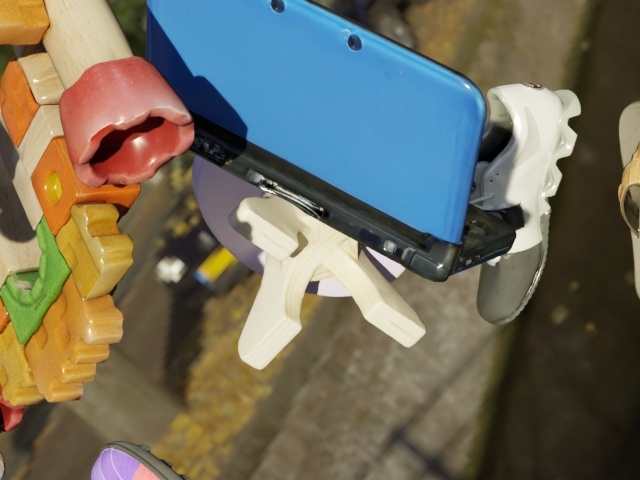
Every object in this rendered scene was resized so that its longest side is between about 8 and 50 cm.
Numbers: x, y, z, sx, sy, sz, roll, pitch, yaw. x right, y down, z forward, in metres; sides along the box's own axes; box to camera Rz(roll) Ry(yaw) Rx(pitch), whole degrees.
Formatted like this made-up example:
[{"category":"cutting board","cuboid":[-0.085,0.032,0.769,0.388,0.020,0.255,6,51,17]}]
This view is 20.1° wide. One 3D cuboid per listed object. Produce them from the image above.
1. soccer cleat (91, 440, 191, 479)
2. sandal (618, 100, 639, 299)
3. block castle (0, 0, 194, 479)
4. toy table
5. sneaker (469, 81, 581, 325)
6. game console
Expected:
[{"category":"soccer cleat","cuboid":[-0.100,0.304,1.372,0.116,0.318,0.109,-31,1,-31]},{"category":"sandal","cuboid":[0.335,-0.036,1.836,0.090,0.060,0.219,-3,85,46]},{"category":"block castle","cuboid":[-0.297,0.021,1.263,0.303,0.212,0.453,-9,-30,-36]},{"category":"toy table","cuboid":[0.000,0.000,1.837,0.252,0.274,0.161,-56,29,23]},{"category":"sneaker","cuboid":[0.233,-0.053,2.414,0.122,0.146,0.330,20,100,61]},{"category":"game console","cuboid":[0.018,-0.109,1.404,0.250,0.293,0.173,-18,-47,-63]}]
